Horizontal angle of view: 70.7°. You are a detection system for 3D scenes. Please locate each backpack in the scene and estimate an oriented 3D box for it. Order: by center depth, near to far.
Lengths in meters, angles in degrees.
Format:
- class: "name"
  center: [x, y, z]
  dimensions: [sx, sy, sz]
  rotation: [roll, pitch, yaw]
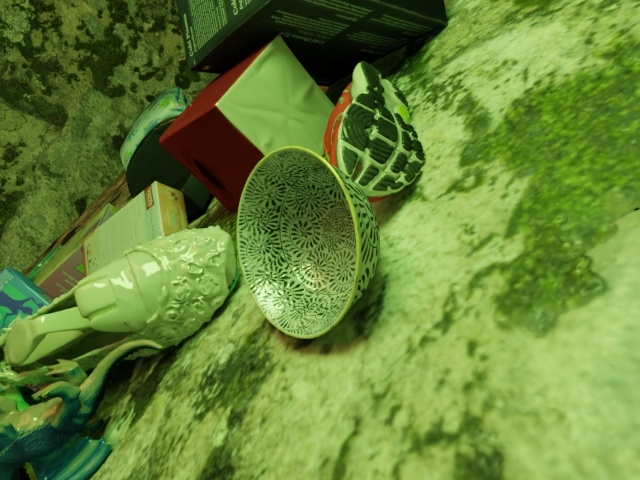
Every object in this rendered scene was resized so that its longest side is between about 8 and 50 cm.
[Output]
- class: "backpack"
  center: [-0.397, -0.273, 1.235]
  dimensions: [0.290, 0.273, 0.355]
  rotation: [-43, 14, 16]

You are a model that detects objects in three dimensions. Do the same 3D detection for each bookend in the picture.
- class: "bookend"
  center: [-0.308, -0.055, 0.955]
  dimensions: [0.157, 0.072, 0.156]
  rotation: [-27, 32, 27]

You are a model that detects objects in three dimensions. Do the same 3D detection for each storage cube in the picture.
- class: "storage cube"
  center: [-0.110, -0.185, 0.751]
  dimensions: [0.193, 0.183, 0.215]
  rotation: [-7, 44, 49]

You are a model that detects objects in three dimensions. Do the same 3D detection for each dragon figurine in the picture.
- class: "dragon figurine"
  center: [-0.299, 0.227, 0.528]
  dimensions: [0.289, 0.144, 0.085]
  rotation: [-31, 21, -18]

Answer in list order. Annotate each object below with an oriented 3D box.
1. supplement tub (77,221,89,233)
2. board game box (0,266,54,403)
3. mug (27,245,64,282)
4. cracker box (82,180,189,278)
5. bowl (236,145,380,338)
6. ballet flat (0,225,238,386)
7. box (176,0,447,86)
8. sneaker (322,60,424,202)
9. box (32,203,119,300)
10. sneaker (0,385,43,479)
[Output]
- class: "supplement tub"
  center: [-0.642, 0.008, 1.284]
  dimensions: [0.106, 0.106, 0.198]
  rotation: [-43, 26, 2]
- class: "board game box"
  center: [-0.494, 0.171, 0.747]
  dimensions: [0.160, 0.210, 0.047]
  rotation: [-50, -5, -14]
- class: "mug"
  center: [-0.820, 0.090, 1.413]
  dimensions: [0.130, 0.097, 0.157]
  rotation: [-8, 43, 49]
- class: "cracker box"
  center: [-0.342, 0.019, 0.833]
  dimensions: [0.232, 0.067, 0.155]
  rotation: [-30, 61, 25]
- class: "bowl"
  center: [0.000, 0.000, 0.424]
  dimensions: [0.170, 0.080, 0.170]
  rotation: [7, 100, 47]
- class: "ballet flat"
  center: [-0.295, 0.106, 0.602]
  dimensions: [0.409, 0.147, 0.147]
  rotation: [-29, 30, 19]
- class: "box"
  center: [-0.020, -0.415, 0.773]
  dimensions: [0.343, 0.178, 0.313]
  rotation: [-10, 1, -42]
- class: "sneaker"
  center: [0.052, -0.118, 0.564]
  dimensions: [0.118, 0.107, 0.279]
  rotation: [-48, 17, 35]
- class: "box"
  center: [-0.566, 0.057, 1.096]
  dimensions: [0.243, 0.117, 0.213]
  rotation: [-44, 27, 2]
- class: "sneaker"
  center: [-0.474, 0.277, 0.654]
  dimensions: [0.296, 0.109, 0.123]
  rotation: [-1, 26, 24]
